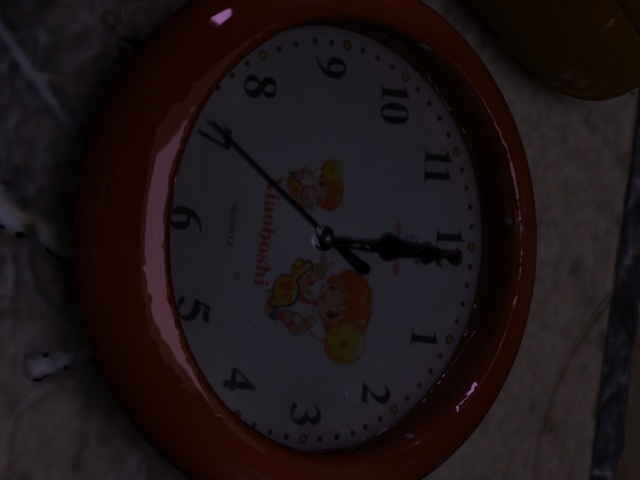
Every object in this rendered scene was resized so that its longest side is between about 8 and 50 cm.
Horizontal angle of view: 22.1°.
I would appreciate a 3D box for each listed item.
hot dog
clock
[{"bbox_3d":[0.074,-0.154,0.649,0.249,0.068,0.100,45,66,-30],"label":"hot dog"},{"bbox_3d":[0.000,0.000,0.613,0.205,0.051,0.205,-1,92,-37],"label":"clock"}]
